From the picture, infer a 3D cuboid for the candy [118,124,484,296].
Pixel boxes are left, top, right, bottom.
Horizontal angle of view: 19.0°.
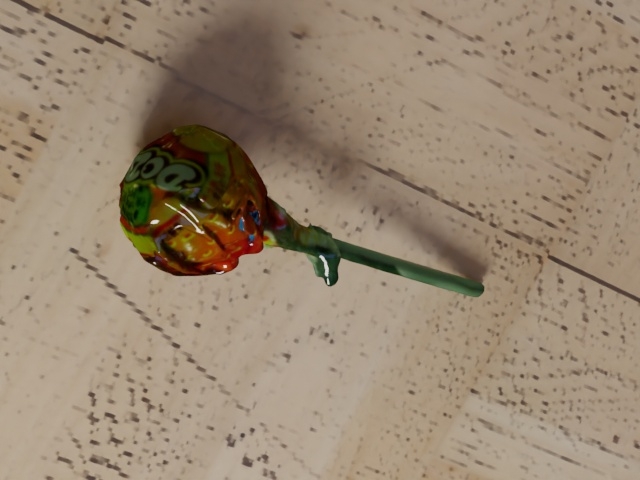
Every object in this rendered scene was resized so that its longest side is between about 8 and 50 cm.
[{"bbox_3d":[0.000,0.000,0.804,0.201,0.060,0.060,18,102,-40],"label":"candy"}]
